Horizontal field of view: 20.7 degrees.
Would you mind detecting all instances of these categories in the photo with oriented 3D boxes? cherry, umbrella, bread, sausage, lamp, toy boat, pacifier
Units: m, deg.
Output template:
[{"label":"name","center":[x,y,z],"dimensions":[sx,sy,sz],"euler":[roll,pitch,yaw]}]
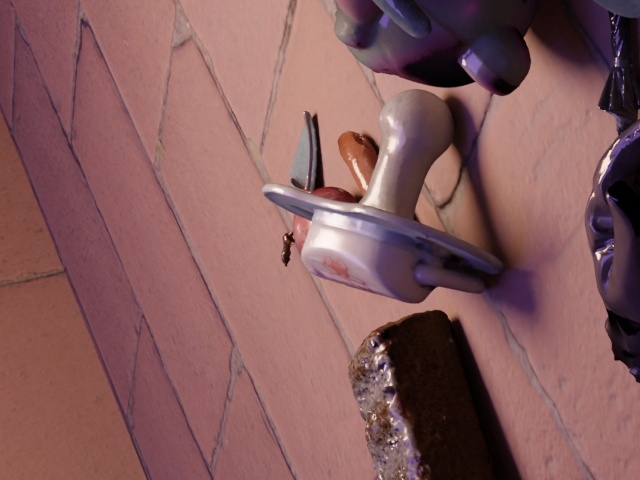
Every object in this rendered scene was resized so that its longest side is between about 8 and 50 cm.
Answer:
[{"label":"cherry","center":[0.000,0.000,2.195],"dimensions":[0.107,0.090,0.225],"euler":[69,159,12]},{"label":"umbrella","center":[0.251,-0.169,1.502],"dimensions":[0.044,0.044,0.269],"euler":[1,104,41]},{"label":"bread","center":[0.135,0.295,1.955],"dimensions":[0.165,0.113,0.416],"euler":[111,145,-65]},{"label":"sausage","center":[0.067,-0.062,2.056],"dimensions":[0.043,0.043,0.186],"euler":[103,146,-51]},{"label":"lamp","center":[0.076,-0.280,1.583],"dimensions":[0.247,0.301,0.247],"euler":[-49,26,19]},{"label":"toy boat","center":[-0.018,-0.113,2.272],"dimensions":[0.096,0.034,0.122],"euler":[-146,55,-61]},{"label":"pacifier","center":[0.088,-0.049,1.862],"dimensions":[0.287,0.238,0.225],"euler":[18,88,47]}]

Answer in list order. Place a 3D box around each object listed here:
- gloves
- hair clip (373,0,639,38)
[{"label":"gloves","center":[0.274,0.004,1.431],"dimensions":[0.119,0.142,0.285],"euler":[29,135,26]},{"label":"hair clip","center":[0.118,-0.322,1.295],"dimensions":[0.392,0.238,0.318],"euler":[44,142,4]}]
